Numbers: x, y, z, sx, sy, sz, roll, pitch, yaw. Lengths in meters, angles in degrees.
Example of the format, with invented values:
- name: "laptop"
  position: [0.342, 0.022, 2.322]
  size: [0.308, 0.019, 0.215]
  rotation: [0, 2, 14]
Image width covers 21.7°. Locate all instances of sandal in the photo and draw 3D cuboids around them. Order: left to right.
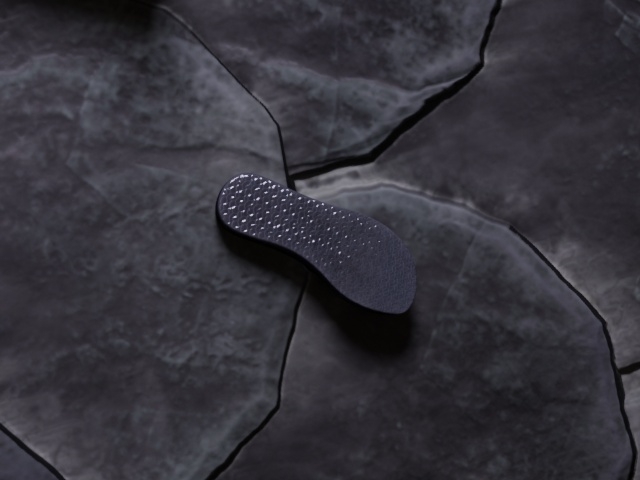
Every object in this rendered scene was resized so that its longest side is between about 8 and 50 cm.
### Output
- name: "sandal"
  position: [0.000, -0.001, 1.913]
  size: [0.254, 0.054, 0.097]
  rotation: [31, 78, -6]
